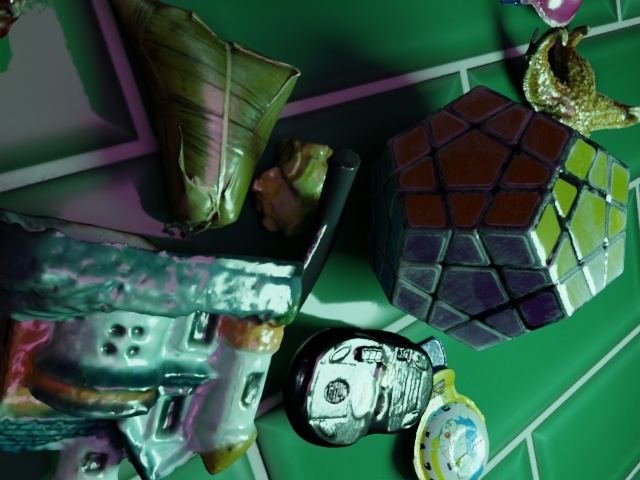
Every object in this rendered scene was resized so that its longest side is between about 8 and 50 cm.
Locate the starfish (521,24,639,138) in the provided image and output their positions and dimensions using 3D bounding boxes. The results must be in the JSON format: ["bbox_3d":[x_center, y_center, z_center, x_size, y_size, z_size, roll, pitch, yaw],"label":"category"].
[{"bbox_3d":[0.417,-0.235,0.852,0.303,0.113,0.311,36,77,-31],"label":"starfish"}]

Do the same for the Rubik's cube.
[{"bbox_3d":[0.202,-0.028,0.623,0.264,0.319,0.318,-3,96,-7],"label":"Rubik's cube"}]

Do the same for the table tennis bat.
[{"bbox_3d":[0.000,0.000,0.539,0.027,0.236,0.150,26,49,8],"label":"table tennis bat"}]

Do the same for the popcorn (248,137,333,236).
[{"bbox_3d":[-0.027,-0.060,0.579,0.097,0.089,0.109,-27,129,-70],"label":"popcorn"}]

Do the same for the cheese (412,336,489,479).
[{"bbox_3d":[0.187,0.274,0.760,0.157,0.064,0.250,-20,92,-32],"label":"cheese"}]

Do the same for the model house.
[{"bbox_3d":[-0.171,0.131,0.444,0.253,0.185,0.290,12,91,-38],"label":"model house"}]

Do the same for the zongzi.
[{"bbox_3d":[-0.148,-0.120,0.485,0.205,0.094,0.204,26,80,-29],"label":"zongzi"}]

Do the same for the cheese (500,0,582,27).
[{"bbox_3d":[0.364,-0.426,0.826,0.244,0.062,0.155,-18,103,-31],"label":"cheese"}]

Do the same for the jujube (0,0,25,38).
[{"bbox_3d":[-0.359,-0.163,0.278,0.342,0.216,0.216,-23,106,-37],"label":"jujube"}]

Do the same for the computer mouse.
[{"bbox_3d":[0.042,0.178,0.635,0.233,0.096,0.137,17,89,-38],"label":"computer mouse"}]
